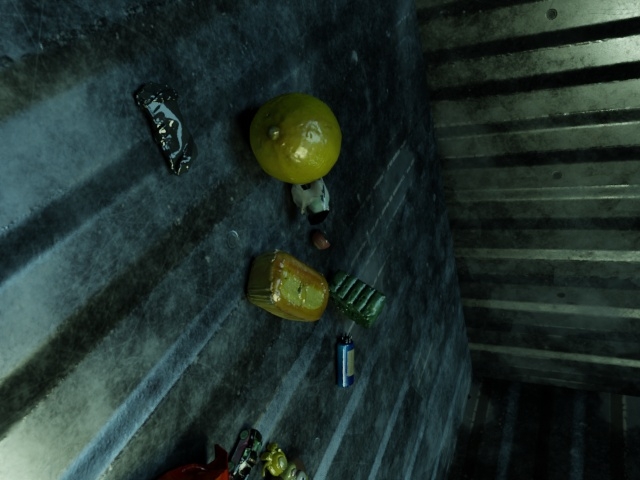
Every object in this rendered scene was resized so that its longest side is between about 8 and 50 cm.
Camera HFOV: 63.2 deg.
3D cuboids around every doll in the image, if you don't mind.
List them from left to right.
[{"bbox_3d":[-0.102,0.654,1.426,0.188,0.096,0.145,51,39,-36],"label":"doll"}]

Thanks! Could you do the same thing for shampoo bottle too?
[{"bbox_3d":[0.088,0.412,1.813,0.087,0.050,0.183,-4,94,-59],"label":"shampoo bottle"}]

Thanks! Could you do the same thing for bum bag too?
[{"bbox_3d":[-0.304,-0.231,1.069,0.087,0.049,0.198,-51,134,-43],"label":"bum bag"}]

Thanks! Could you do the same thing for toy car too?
[{"bbox_3d":[-0.186,0.543,1.301,0.069,0.055,0.142,62,38,-36],"label":"toy car"}]

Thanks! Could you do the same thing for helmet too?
[{"bbox_3d":[-0.001,0.001,1.639,0.065,0.049,0.084,52,7,-5],"label":"helmet"}]

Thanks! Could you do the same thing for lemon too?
[{"bbox_3d":[-0.062,-0.260,1.333,0.263,0.235,0.236,166,-75,-86],"label":"lemon"}]

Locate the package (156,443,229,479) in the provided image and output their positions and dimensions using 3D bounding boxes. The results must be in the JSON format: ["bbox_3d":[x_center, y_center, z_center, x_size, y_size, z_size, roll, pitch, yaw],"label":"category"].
[{"bbox_3d":[-0.306,0.581,1.008,0.423,0.123,0.196,-13,104,-60],"label":"package"}]

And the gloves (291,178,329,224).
[{"bbox_3d":[-0.038,-0.159,1.513,0.212,0.111,0.127,63,-1,20],"label":"gloves"}]

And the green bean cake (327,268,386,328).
[{"bbox_3d":[0.115,0.207,1.780,0.107,0.193,0.208,-57,166,-18],"label":"green bean cake"}]

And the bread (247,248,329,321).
[{"bbox_3d":[-0.085,0.130,1.418,0.288,0.119,0.153,38,54,-56],"label":"bread"}]
